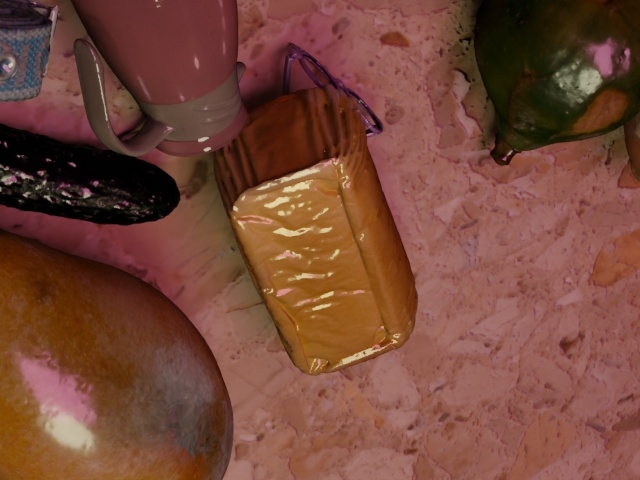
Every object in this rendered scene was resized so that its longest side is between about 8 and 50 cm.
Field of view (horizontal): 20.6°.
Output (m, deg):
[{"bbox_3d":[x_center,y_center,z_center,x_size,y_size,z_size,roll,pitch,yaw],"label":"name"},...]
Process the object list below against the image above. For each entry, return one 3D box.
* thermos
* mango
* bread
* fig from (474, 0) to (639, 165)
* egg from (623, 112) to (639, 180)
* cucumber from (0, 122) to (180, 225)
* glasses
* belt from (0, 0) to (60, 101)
[{"bbox_3d":[-0.144,-0.186,1.493,0.176,0.146,0.265,-43,137,-30],"label":"thermos"},{"bbox_3d":[-0.213,0.123,1.540,0.384,0.199,0.221,49,63,-35],"label":"mango"},{"bbox_3d":[0.000,0.000,1.661,0.152,0.119,0.288,-19,131,3],"label":"bread"},{"bbox_3d":[0.232,-0.179,1.750,0.195,0.195,0.245,-4,147,-33],"label":"fig"},{"bbox_3d":[0.423,-0.142,1.865,0.233,0.195,0.195,-51,129,-10],"label":"egg"},{"bbox_3d":[-0.252,-0.062,1.514,0.303,0.072,0.081,20,113,-38],"label":"cucumber"},{"bbox_3d":[-0.014,-0.111,1.686,0.104,0.062,0.140,-42,131,16],"label":"glasses"},{"bbox_3d":[-0.298,-0.157,1.402,0.163,0.147,0.082,12,109,-8],"label":"belt"}]
